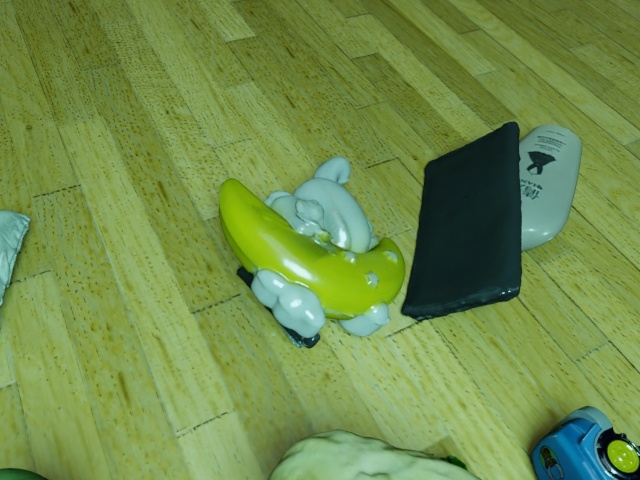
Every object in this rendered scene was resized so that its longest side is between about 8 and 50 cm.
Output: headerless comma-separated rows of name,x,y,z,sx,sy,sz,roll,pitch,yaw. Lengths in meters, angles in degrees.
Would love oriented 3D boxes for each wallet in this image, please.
wallet,0.184,-0.029,0.674,0.146,0.030,0.285,-18,41,36

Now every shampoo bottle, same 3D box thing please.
shampoo bottle,0.282,-0.064,0.732,0.127,0.078,0.257,25,56,22

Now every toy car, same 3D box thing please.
toy car,0.250,0.255,0.467,0.100,0.097,0.191,-14,55,-16

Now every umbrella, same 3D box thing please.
umbrella,-0.047,0.070,0.614,0.036,0.031,0.133,-49,66,12

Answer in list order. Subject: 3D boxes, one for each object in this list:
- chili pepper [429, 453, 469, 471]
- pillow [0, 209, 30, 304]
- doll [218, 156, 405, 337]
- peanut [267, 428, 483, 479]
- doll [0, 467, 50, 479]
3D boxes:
chili pepper,0.036,0.243,0.473,0.216,0.062,0.108,-16,56,-21
pillow,-0.399,0.056,0.569,0.128,0.051,0.229,-7,52,-3
doll,0.000,0.000,0.625,0.237,0.111,0.252,-9,55,-39
peanut,0.099,0.249,0.377,0.319,0.147,0.147,39,53,-8
doll,-0.116,0.294,0.325,0.322,0.198,0.186,25,59,13
